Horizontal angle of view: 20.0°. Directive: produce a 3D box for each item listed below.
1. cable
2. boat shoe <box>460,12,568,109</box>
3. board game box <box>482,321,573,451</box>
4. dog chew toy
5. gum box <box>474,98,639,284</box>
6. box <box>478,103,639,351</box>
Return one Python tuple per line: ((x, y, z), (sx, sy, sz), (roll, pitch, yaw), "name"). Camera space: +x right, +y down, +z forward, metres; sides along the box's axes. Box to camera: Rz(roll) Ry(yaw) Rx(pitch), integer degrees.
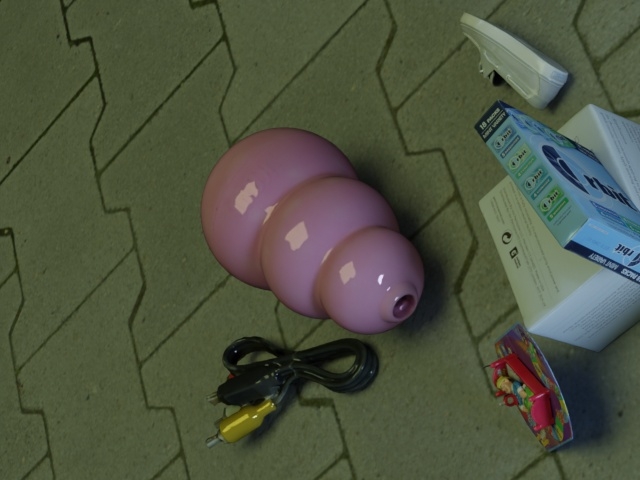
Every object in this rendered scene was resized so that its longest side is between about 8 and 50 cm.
((-0.035, 0.170, 2.295), (0.287, 0.072, 0.139), (-19, 43, 32), "cable")
((0.216, -0.208, 2.117), (0.184, 0.066, 0.063), (40, 107, 40), "boat shoe")
((0.210, 0.161, 1.902), (0.169, 0.033, 0.133), (116, 130, -75), "board game box")
((0.000, 0.000, 2.190), (0.332, 0.206, 0.206), (39, 107, 43), "dog chew toy")
((0.246, -0.042, 1.733), (0.041, 0.157, 0.184), (-50, 44, 19), "gum box")
((0.286, -0.011, 1.895), (0.182, 0.119, 0.181), (-44, 46, 32), "box")
